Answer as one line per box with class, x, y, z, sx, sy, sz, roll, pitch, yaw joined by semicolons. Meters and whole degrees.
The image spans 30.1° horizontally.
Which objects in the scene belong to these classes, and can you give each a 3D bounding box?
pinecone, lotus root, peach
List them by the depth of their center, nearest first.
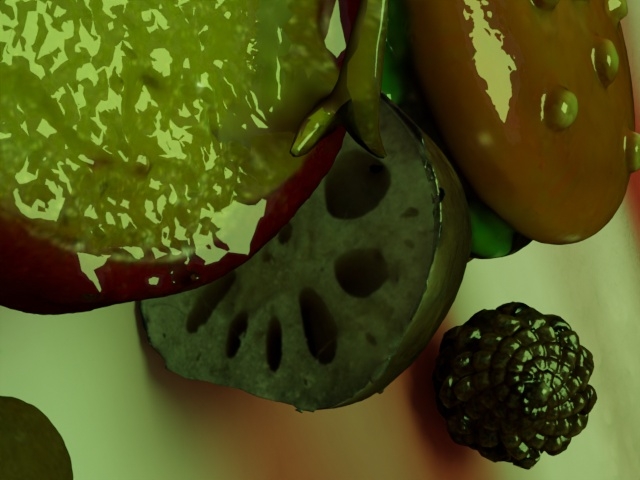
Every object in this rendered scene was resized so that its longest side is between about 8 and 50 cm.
peach;-0.143;-0.172;0.658;0.335;0.310;0.405;-16;104;-24
lotus root;0.000;0.000;0.878;0.192;0.272;0.272;20;59;-62
pinecone;0.188;0.139;1.167;0.174;0.174;0.173;29;53;-47

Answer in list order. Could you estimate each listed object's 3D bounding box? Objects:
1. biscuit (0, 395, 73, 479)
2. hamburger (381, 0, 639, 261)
biscuit;-0.158;0.310;0.652;0.394;0.076;0.368;54;37;-27
hamburger;0.139;-0.161;1.113;0.396;0.278;0.395;27;56;-48
